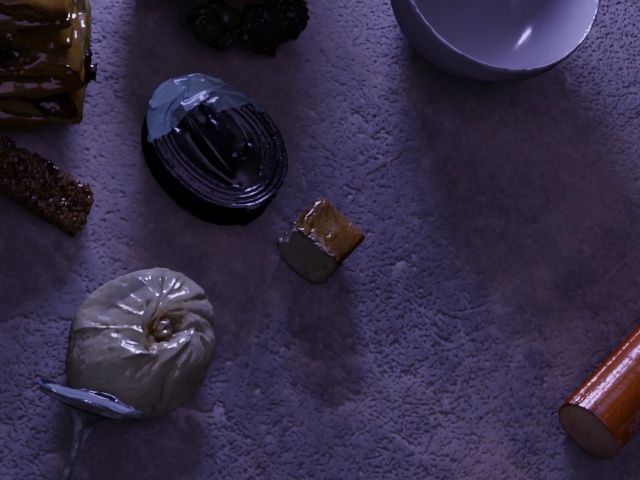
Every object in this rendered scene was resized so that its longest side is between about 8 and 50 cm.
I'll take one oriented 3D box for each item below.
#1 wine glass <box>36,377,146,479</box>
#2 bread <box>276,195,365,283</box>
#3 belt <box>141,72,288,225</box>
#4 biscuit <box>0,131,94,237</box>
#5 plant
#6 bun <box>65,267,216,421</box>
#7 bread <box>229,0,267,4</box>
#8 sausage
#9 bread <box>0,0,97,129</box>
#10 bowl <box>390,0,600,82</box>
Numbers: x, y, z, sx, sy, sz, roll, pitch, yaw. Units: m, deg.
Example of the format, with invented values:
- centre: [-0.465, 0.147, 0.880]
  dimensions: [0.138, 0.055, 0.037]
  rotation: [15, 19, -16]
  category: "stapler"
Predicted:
- centre: [-0.274, 0.271, 1.428]
  dimensions: [0.156, 0.156, 0.232]
  rotation: [19, 87, -11]
  category: "wine glass"
- centre: [0.000, 0.000, 1.670]
  dimensions: [0.083, 0.077, 0.070]
  rotation: [43, 55, -1]
  category: "bread"
- centre: [-0.131, -0.115, 1.659]
  dimensions: [0.198, 0.078, 0.151]
  rotation: [44, 68, 0]
  category: "belt"
- centre: [-0.352, -0.077, 1.569]
  dimensions: [0.199, 0.034, 0.064]
  rotation: [32, 66, -29]
  category: "biscuit"
- centre: [-0.093, -0.276, 1.723]
  dimensions: [0.174, 0.087, 0.085]
  rotation: [-7, 37, -24]
  category: "plant"
- centre: [-0.202, 0.118, 1.549]
  dimensions: [0.188, 0.111, 0.164]
  rotation: [-26, 81, -19]
  category: "bun"
- centre: [-0.107, -0.393, 1.690]
  dimensions: [0.244, 0.123, 0.190]
  rotation: [13, 55, 3]
  category: "bread"
- centre: [0.437, 0.145, 1.751]
  dimensions: [0.312, 0.093, 0.093]
  rotation: [-41, 89, -23]
  category: "sausage"
- centre: [-0.416, -0.323, 1.573]
  dimensions: [0.314, 0.191, 0.370]
  rotation: [-1, 73, -17]
  category: "bread"
- centre: [0.211, -0.329, 1.793]
  dimensions: [0.287, 0.144, 0.287]
  rotation: [5, 72, -16]
  category: "bowl"
